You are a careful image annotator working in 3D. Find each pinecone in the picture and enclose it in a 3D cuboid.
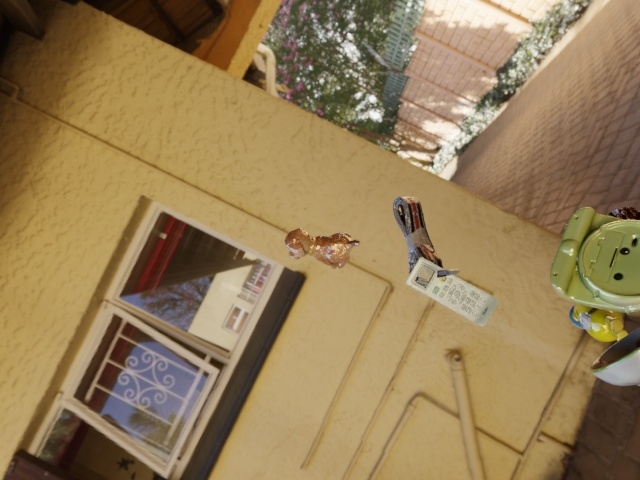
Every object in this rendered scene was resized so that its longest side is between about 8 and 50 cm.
[{"bbox_3d":[1.291,-0.070,1.816,0.173,0.173,0.174,26,-90,-87],"label":"pinecone"}]

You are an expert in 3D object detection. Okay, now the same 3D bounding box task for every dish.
[{"bbox_3d":[0.974,0.337,1.248,0.324,0.124,0.324,-30,-24,-14],"label":"dish"}]

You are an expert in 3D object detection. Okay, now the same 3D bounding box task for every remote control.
[{"bbox_3d":[0.431,0.168,1.405,0.103,0.293,0.051,-60,-3,3],"label":"remote control"}]

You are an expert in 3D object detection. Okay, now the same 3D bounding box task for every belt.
[{"bbox_3d":[0.378,-0.010,1.676,0.126,0.094,0.360,137,122,-62],"label":"belt"}]

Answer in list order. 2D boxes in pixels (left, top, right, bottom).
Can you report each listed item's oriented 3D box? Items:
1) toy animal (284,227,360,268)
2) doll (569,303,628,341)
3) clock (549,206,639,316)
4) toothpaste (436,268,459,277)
[{"bbox_3d":[-0.001,0.005,1.216,0.184,0.185,0.104,141,147,-62],"label":"toy animal"},{"bbox_3d":[1.151,0.322,1.785,0.145,0.199,0.363,-26,1,6],"label":"doll"},{"bbox_3d":[0.728,0.057,0.999,0.096,0.308,0.235,35,-104,-48],"label":"clock"},{"bbox_3d":[0.378,0.095,1.265,0.015,0.083,0.024,25,117,59],"label":"toothpaste"}]
